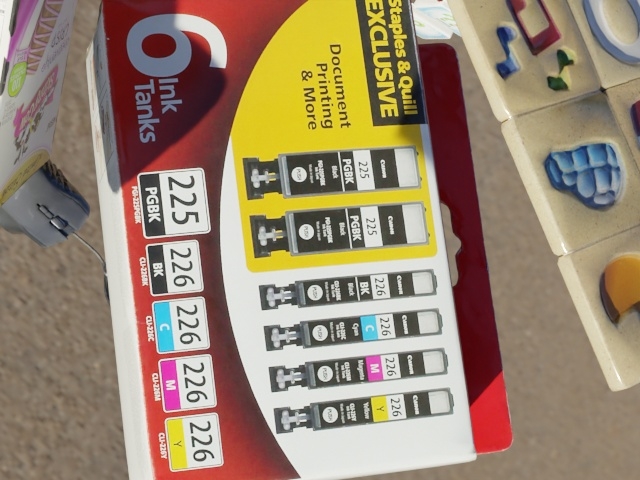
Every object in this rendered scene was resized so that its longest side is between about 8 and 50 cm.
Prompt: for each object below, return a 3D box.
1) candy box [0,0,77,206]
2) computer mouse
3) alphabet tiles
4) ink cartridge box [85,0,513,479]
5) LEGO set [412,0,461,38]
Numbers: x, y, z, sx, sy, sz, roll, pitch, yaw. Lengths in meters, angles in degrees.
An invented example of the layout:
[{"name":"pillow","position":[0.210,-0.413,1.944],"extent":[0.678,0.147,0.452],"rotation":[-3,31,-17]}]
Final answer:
[{"name":"candy box","position":[-0.226,-0.147,1.069],"extent":[0.159,0.071,0.233],"rotation":[-68,174,-67]},{"name":"computer mouse","position":[-0.213,0.002,1.335],"extent":[0.071,0.041,0.242],"rotation":[-44,128,-1]},{"name":"alphabet tiles","position":[0.179,-0.082,0.678],"extent":[0.285,0.342,0.011],"rotation":[-19,174,-37]},{"name":"ink cartridge box","position":[0.000,0.000,0.990],"extent":[0.272,0.130,0.309],"rotation":[-6,81,-14]},{"name":"LEGO set","position":[0.069,-0.241,1.494],"extent":[0.244,0.182,0.060],"rotation":[26,81,-35]}]
